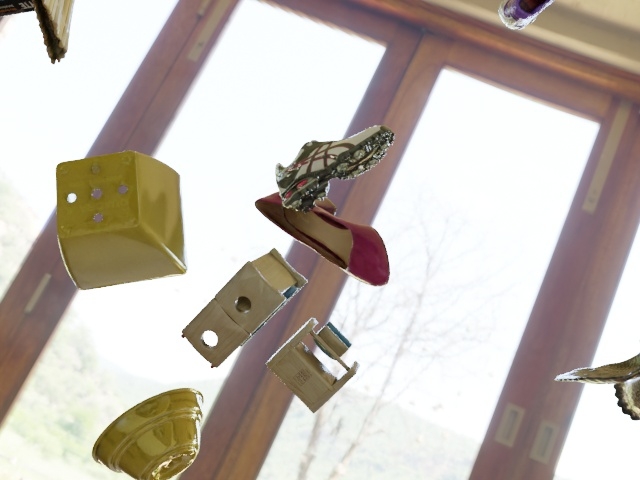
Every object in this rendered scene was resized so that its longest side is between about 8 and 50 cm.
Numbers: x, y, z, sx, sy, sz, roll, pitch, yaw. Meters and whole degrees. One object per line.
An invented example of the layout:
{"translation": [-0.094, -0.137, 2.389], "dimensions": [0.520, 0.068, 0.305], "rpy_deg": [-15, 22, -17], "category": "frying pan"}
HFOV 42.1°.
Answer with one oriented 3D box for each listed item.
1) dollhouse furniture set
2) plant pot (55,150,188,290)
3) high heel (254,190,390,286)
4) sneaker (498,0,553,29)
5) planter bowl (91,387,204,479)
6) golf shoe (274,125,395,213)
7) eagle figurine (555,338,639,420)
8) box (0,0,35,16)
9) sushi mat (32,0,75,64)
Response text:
{"translation": [-0.054, 0.126, 1.046], "dimensions": [0.183, 0.129, 0.129], "rpy_deg": [45, 14, 3], "category": "dollhouse furniture set"}
{"translation": [-0.368, -0.050, 1.487], "dimensions": [0.212, 0.212, 0.187], "rpy_deg": [-9, -20, 2], "category": "plant pot"}
{"translation": [0.000, 0.000, 1.811], "dimensions": [0.181, 0.127, 0.377], "rpy_deg": [-1, 24, -29], "category": "high heel"}
{"translation": [0.336, -0.373, 1.206], "dimensions": [0.068, 0.170, 0.071], "rpy_deg": [41, -3, -10], "category": "sneaker"}
{"translation": [-0.279, 0.361, 1.454], "dimensions": [0.090, 0.217, 0.217], "rpy_deg": [51, -5, 28], "category": "planter bowl"}
{"translation": [0.020, -0.173, 1.711], "dimensions": [0.105, 0.273, 0.120], "rpy_deg": [30, 31, -62], "category": "golf shoe"}
{"translation": [0.678, 0.269, 1.736], "dimensions": [0.226, 0.298, 0.225], "rpy_deg": [48, 26, 24], "category": "eagle figurine"}
{"translation": [-0.364, -0.366, 1.047], "dimensions": [0.220, 0.175, 0.051], "rpy_deg": [3, -27, 34], "category": "box"}
{"translation": [-0.220, -0.310, 0.719], "dimensions": [0.019, 0.316, 0.151], "rpy_deg": [-3, -41, 0], "category": "sushi mat"}
